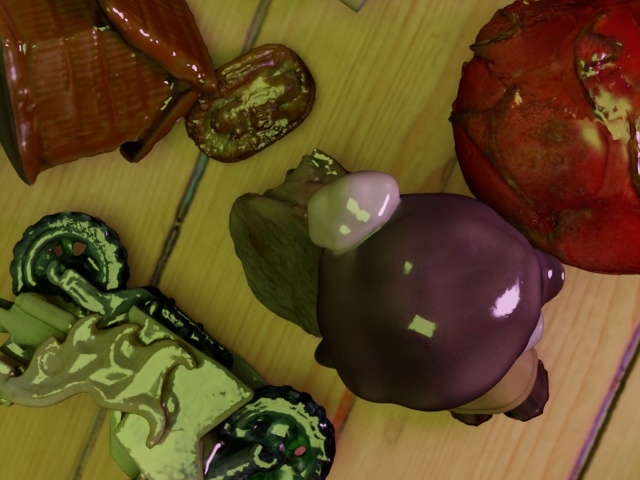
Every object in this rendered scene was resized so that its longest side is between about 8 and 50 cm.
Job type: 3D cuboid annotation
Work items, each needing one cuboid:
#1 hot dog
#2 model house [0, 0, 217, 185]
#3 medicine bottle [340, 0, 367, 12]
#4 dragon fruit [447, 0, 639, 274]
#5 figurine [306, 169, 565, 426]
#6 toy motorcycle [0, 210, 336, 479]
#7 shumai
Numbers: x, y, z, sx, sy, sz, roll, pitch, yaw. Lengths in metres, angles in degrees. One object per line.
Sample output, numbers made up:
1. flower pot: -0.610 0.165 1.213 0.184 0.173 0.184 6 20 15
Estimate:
1. hot dog: -0.077 -0.144 1.778 0.147 0.065 0.099 -29 102 7
2. model house: -0.240 -0.206 1.749 0.229 0.199 0.220 -12 137 -16
3. medicine bottle: -0.039 -0.368 1.693 0.293 0.170 0.170 36 99 0
4. dragon fruit: 0.277 -0.112 1.627 0.301 0.295 0.296 20 100 30
5. figurine: 0.133 0.069 1.638 0.218 0.365 0.206 7 83 23
6. toy motorcycle: -0.189 0.162 1.781 0.410 0.169 0.237 41 93 6
7. shumai: 0.000 0.000 1.765 0.201 0.201 0.120 47 59 -1
